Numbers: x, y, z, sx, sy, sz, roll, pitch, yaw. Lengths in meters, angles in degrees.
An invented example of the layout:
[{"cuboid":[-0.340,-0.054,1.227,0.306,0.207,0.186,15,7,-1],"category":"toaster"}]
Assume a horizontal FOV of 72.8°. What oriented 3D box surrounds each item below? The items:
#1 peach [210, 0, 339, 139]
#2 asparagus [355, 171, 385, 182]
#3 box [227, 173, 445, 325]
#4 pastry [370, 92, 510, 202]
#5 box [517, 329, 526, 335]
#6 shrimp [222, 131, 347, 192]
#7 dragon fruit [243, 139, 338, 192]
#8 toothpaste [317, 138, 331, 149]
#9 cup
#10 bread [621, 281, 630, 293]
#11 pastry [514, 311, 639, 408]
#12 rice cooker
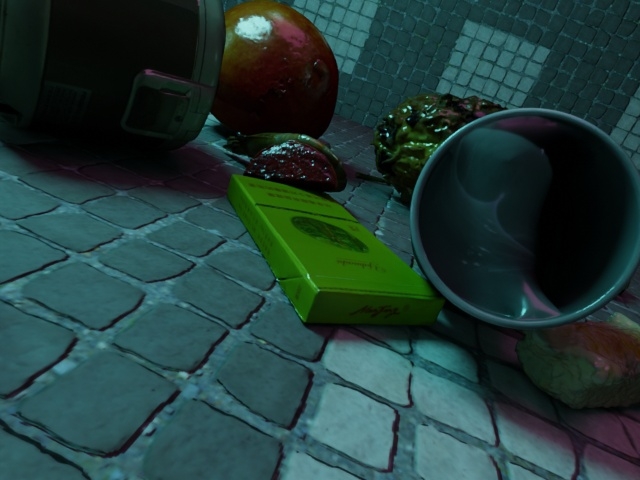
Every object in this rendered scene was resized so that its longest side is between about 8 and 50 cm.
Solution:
[{"cuboid":[-0.128,-0.396,1.082,0.370,0.370,0.370,19,21,-7],"category":"peach"},{"cuboid":[0.154,-0.174,1.231,0.127,0.015,0.018,8,26,-31],"category":"asparagus"},{"cuboid":[0.000,0.000,0.608,0.187,0.047,0.335,9,23,-31],"category":"box"},{"cuboid":[0.341,-0.214,1.094,0.337,0.292,0.405,2,-5,39],"category":"pastry"},{"cuboid":[0.319,0.135,0.626,0.083,0.012,0.046,32,24,22],"category":"box"},{"cuboid":[-0.071,-0.159,0.890,0.296,0.058,0.169,15,-26,36],"category":"shrimp"},{"cuboid":[-0.049,-0.127,0.776,0.162,0.083,0.106,2,-9,2],"category":"dragon fruit"},{"cuboid":[-0.048,-0.311,1.350,0.194,0.042,0.067,30,25,37],"category":"toothpaste"},{"cuboid":[0.214,-0.014,0.541,0.206,0.205,0.312,25,2,11],"category":"cup"},{"cuboid":[0.659,0.063,1.081,0.207,0.056,0.286,25,22,14],"category":"bread"},{"cuboid":[0.333,0.142,0.512,0.259,0.089,0.121,5,19,-34],"category":"pastry"},{"cuboid":[-0.324,-0.311,0.687,0.325,0.335,0.335,2,28,-42],"category":"rice cooker"}]
